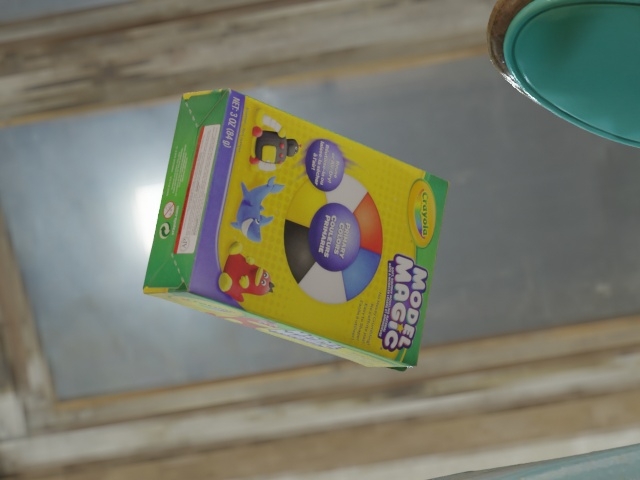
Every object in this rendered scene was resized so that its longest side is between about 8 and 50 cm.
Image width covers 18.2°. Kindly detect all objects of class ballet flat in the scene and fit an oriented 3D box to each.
[{"bbox_3d":[0.251,-0.108,1.108,0.124,0.342,0.116,-90,14,-45],"label":"ballet flat"}]

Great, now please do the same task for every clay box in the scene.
[{"bbox_3d":[0.000,0.000,1.246,0.222,0.053,0.127,19,-104,-39],"label":"clay box"}]

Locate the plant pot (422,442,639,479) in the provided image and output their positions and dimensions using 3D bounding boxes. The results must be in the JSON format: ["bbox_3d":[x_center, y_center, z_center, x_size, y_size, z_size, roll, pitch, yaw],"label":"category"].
[{"bbox_3d":[0.053,0.226,0.915,0.247,0.252,0.248,-19,75,51],"label":"plant pot"}]
